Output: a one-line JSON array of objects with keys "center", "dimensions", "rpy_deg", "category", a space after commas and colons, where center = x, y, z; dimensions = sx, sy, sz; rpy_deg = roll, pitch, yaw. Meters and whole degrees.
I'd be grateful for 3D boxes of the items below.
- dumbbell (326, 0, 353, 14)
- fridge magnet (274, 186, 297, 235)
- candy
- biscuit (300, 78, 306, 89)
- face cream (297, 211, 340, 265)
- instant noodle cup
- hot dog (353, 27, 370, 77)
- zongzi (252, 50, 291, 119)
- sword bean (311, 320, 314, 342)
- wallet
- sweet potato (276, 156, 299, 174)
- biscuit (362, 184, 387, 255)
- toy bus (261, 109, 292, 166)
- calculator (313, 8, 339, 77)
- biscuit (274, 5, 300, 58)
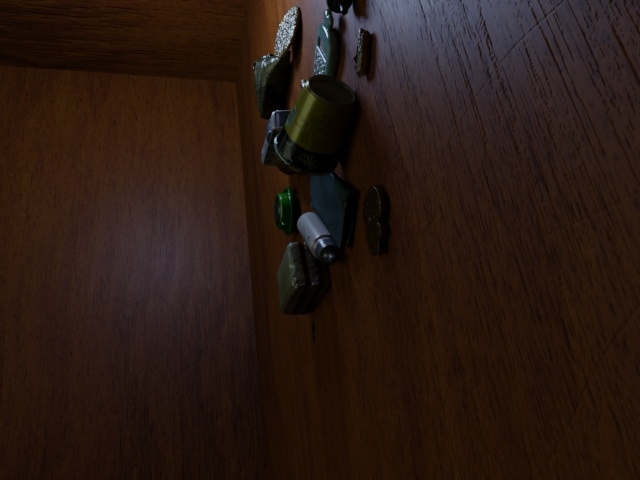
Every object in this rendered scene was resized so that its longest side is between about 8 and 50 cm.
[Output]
[{"center": [0.045, -0.720, 1.403], "dimensions": [0.082, 0.081, 0.254], "rpy_deg": [109, 155, -50], "category": "dumbbell"}, {"center": [-0.149, -0.125, 2.101], "dimensions": [0.208, 0.088, 0.208], "rpy_deg": [179, 90, -74], "category": "fridge magnet"}, {"center": [-0.073, 0.143, 1.776], "dimensions": [0.321, 0.135, 0.180], "rpy_deg": [120, 147, -60], "category": "candy"}, {"center": [-0.026, -0.473, 1.699], "dimensions": [0.247, 0.028, 0.118], "rpy_deg": [-109, -8, -47], "category": "biscuit"}, {"center": [0.000, 0.000, 1.588], "dimensions": [0.311, 0.092, 0.092], "rpy_deg": [-126, 38, -62], "category": "face cream"}, {"center": [-0.009, -0.341, 1.427], "dimensions": [0.236, 0.215, 0.216], "rpy_deg": [116, 150, -44], "category": "instant noodle cup"}, {"center": [0.107, -0.488, 1.276], "dimensions": [0.049, 0.036, 0.122], "rpy_deg": [-145, 54, -67], "category": "hot dog"}, {"center": [-0.195, -0.700, 2.202], "dimensions": [0.300, 0.138, 0.287], "rpy_deg": [11, 109, 57], "category": "zongzi"}, {"center": [-0.029, 0.345, 1.851], "dimensions": [0.012, 0.012, 0.084], "rpy_deg": [-147, 56, -71], "category": "sword bean"}, {"center": [0.032, -0.129, 1.546], "dimensions": [0.379, 0.046, 0.191], "rpy_deg": [-123, 34, -60], "category": "wallet"}, {"center": [-0.122, -0.325, 1.943], "dimensions": [0.336, 0.131, 0.131], "rpy_deg": [-160, 70, -72], "category": "sweet potato"}, {"center": [0.137, -0.051, 1.214], "dimensions": [0.124, 0.026, 0.175], "rpy_deg": [155, 113, -74], "category": "biscuit"}, {"center": [-0.166, -0.423, 2.060], "dimensions": [0.342, 0.137, 0.097], "rpy_deg": [127, 142, -68], "category": "toy bus"}, {"center": [0.016, -0.588, 1.587], "dimensions": [0.184, 0.042, 0.295], "rpy_deg": [-107, 20, -45], "category": "calculator"}, {"center": [-0.141, -0.869, 2.045], "dimensions": [0.219, 0.033, 0.220], "rpy_deg": [-32, 52, 52], "category": "biscuit"}]
